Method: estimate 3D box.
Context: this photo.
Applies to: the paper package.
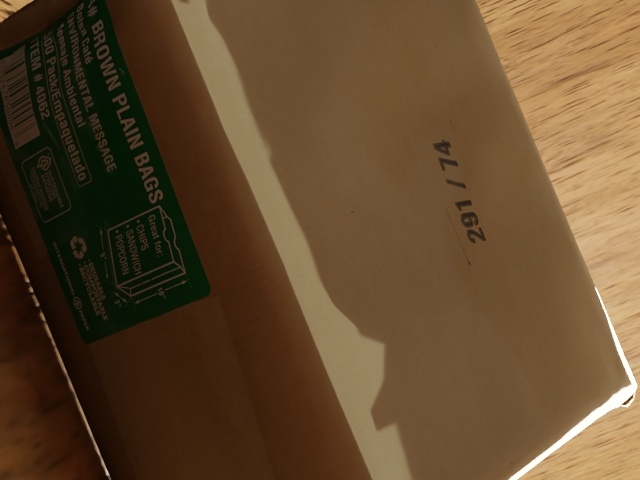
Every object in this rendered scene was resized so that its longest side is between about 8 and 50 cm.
[{"bbox_3d":[0.000,0.000,0.682,0.309,0.168,0.325,-18,85,-54],"label":"paper package"}]
